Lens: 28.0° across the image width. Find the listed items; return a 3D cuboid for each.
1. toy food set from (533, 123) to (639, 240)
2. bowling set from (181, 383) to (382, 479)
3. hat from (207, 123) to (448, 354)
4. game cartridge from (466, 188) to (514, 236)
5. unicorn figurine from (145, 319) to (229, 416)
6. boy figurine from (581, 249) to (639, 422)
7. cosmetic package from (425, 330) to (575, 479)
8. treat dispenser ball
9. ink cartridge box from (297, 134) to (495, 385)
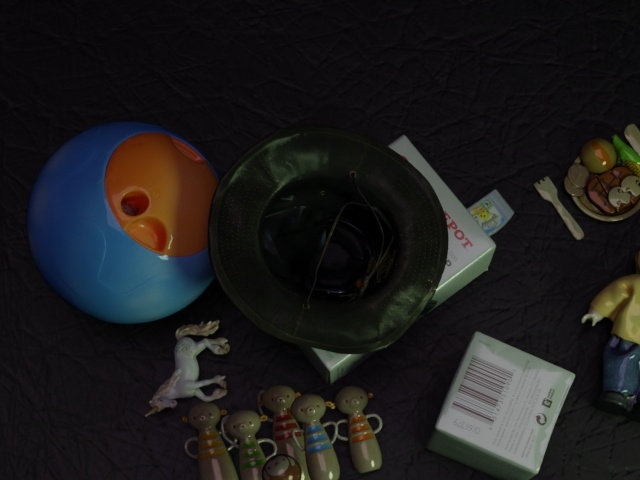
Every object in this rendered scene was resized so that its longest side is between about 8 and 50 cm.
[{"bbox_3d":[0.440,-0.094,1.974,0.192,0.038,0.132,-32,76,-9],"label":"toy food set"},{"bbox_3d":[-0.046,0.271,1.786,0.287,0.200,0.154,-13,81,-7],"label":"bowling set"},{"bbox_3d":[0.000,0.000,1.764,0.331,0.134,0.331,1,86,-14],"label":"hat"},{"bbox_3d":[0.253,-0.035,1.970,0.083,0.017,0.056,-35,81,-9],"label":"game cartridge"},{"bbox_3d":[-0.192,0.197,1.886,0.111,0.060,0.162,1,58,1],"label":"unicorn figurine"},{"bbox_3d":[0.474,0.117,1.887,0.177,0.092,0.285,14,74,4],"label":"boy figurine"},{"bbox_3d":[0.247,0.241,1.801,0.151,0.184,0.151,23,75,7],"label":"cosmetic package"},{"bbox_3d":[-0.271,-0.026,1.826,0.288,0.288,0.288,0,74,0],"label":"treat dispenser ball"},{"bbox_3d":[0.069,0.028,1.892,0.307,0.129,0.223,-36,76,-10],"label":"ink cartridge box"}]
